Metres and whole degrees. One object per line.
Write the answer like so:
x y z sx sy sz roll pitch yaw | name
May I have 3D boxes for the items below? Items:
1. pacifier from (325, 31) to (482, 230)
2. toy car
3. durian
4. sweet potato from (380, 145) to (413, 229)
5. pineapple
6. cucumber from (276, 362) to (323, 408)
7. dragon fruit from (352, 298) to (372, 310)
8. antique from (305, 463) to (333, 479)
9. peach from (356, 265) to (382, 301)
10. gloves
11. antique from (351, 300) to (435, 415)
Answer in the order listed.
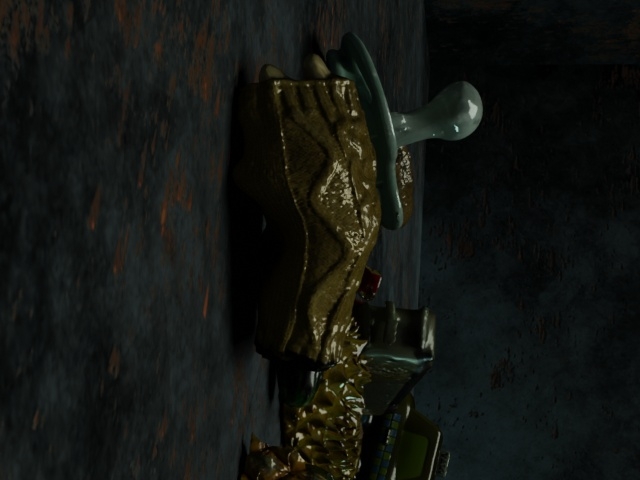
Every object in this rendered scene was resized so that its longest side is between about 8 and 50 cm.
0.123 -0.192 1.667 0.343 0.269 0.288 85 -14 -50 | pacifier
0.130 0.388 1.886 0.204 0.198 0.247 67 37 -69 | toy car
0.014 0.233 1.478 0.191 0.112 0.341 -42 134 -79 | durian
0.167 -0.138 2.426 0.114 0.092 0.341 -115 -166 -47 | sweet potato
-0.012 0.364 1.216 0.139 0.164 0.249 -66 160 -48 | pineapple
-0.021 0.099 1.369 0.074 0.075 0.241 63 30 -70 | cucumber
0.077 0.198 1.901 0.122 0.092 0.192 -78 166 -48 | dragon fruit
-0.017 0.387 1.417 0.220 0.080 0.081 80 14 -44 | antique
0.097 0.078 2.125 0.077 0.050 0.083 116 -3 -50 | peach
-0.009 -0.032 1.187 0.203 0.155 0.356 -43 130 -82 | gloves
0.092 0.175 1.653 0.284 0.125 0.150 121 -26 -66 | antique
